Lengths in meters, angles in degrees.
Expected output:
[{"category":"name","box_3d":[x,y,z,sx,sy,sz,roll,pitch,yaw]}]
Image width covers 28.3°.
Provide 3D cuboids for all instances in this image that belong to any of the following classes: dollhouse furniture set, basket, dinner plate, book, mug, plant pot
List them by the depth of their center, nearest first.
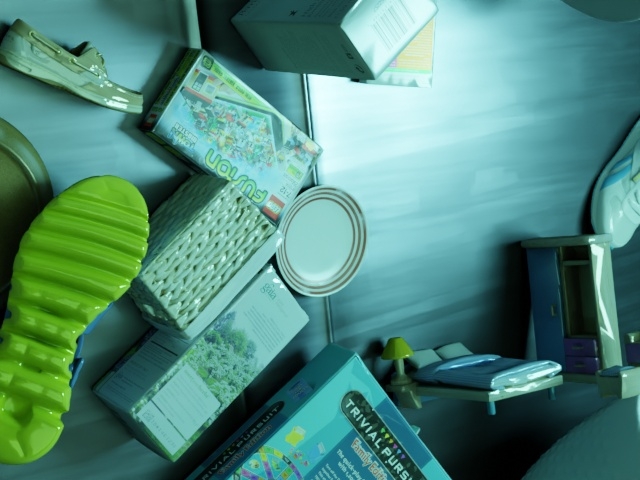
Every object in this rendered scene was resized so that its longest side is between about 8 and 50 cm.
[{"category":"plant pot","box_3d":[-0.379,-0.022,1.303,0.236,0.032,0.236,-7,104,-33]},{"category":"basket","box_3d":[-0.144,0.013,1.425,0.167,0.113,0.103,-47,117,-18]},{"category":"dinner plate","box_3d":[0.000,0.000,1.578,0.141,0.017,0.141,-8,105,-33]},{"category":"book","box_3d":[0.098,-0.266,1.584,0.096,0.035,0.144,0,99,-31]},{"category":"dollhouse furniture set","box_3d":[0.265,0.106,1.630,0.303,0.286,0.198,-8,92,-33]},{"category":"mug","box_3d":[0.428,0.367,1.778,0.276,0.328,0.374,47,33,0]}]

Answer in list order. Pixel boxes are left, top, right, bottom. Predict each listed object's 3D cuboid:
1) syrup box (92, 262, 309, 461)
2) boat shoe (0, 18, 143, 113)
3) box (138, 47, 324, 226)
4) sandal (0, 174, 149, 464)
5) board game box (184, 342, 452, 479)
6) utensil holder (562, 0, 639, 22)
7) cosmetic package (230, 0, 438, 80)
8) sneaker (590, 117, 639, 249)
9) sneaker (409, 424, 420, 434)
[{"category":"syrup box","box_3d":[-0.135,0.129,1.462,0.237,0.096,0.093,-47,123,-19]},{"category":"boat shoe","box_3d":[-0.255,-0.183,1.336,0.170,0.063,0.059,21,93,-35]},{"category":"box","box_3d":[-0.100,-0.118,1.473,0.207,0.036,0.114,37,78,-34]},{"category":"sandal","box_3d":[-0.283,0.075,1.334,0.126,0.138,0.317,29,80,-11]},{"category":"board game box","box_3d":[-0.022,0.333,1.556,0.336,0.079,0.254,-42,112,-16]},{"category":"utensil holder","box_3d":[0.450,-0.505,1.608,0.385,0.327,0.328,-38,118,-19]},{"category":"cosmetic package","box_3d":[0.011,-0.249,1.404,0.117,0.231,0.085,-48,122,-18]},{"category":"sneaker","box_3d":[0.473,-0.089,1.841,0.087,0.092,0.229,35,80,-36]},{"category":"sneaker","box_3d":[0.110,0.321,1.693,0.075,0.057,0.161,-10,102,-27]}]
